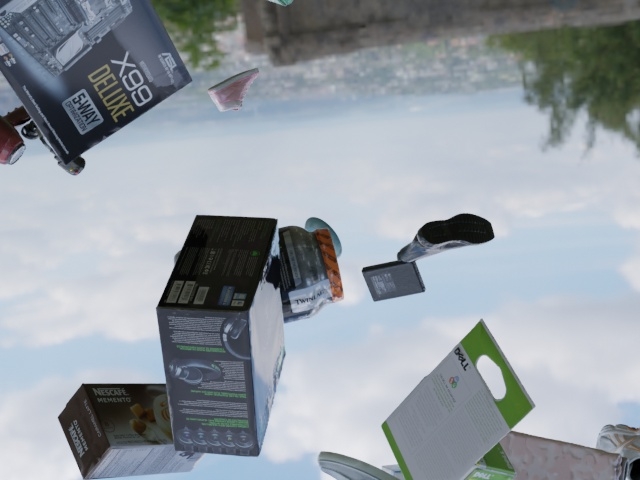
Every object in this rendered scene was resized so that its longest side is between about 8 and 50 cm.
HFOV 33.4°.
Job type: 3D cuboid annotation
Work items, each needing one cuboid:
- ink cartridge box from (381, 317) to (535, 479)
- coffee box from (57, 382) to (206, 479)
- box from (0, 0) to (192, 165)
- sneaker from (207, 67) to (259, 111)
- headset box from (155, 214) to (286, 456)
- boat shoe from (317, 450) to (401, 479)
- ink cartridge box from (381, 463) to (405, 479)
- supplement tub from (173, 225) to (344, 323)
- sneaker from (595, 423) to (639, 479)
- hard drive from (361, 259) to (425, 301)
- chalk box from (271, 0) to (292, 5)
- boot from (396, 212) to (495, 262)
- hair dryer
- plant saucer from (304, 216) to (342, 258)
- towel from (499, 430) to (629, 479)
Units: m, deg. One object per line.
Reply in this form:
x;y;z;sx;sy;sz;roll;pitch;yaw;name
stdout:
0.230;0.277;1.617;0.097;0.255;0.188;21;-151;-36;ink cartridge box
-0.327;0.339;1.915;0.247;0.141;0.098;10;129;-48;coffee box
-0.361;-0.299;1.571;0.242;0.307;0.076;-35;-138;-10;box
-0.180;-0.324;2.325;0.134;0.070;0.051;-34;-163;-32;sneaker
-0.137;0.145;1.568;0.131;0.283;0.246;3;-148;7;headset box
0.090;0.454;1.913;0.228;0.081;0.079;24;158;7;boat shoe
0.182;0.511;2.207;0.092;0.089;0.143;-2;175;-10;ink cartridge box
-0.122;0.081;2.130;0.316;0.193;0.193;-13;-173;-2;supplement tub
0.628;0.441;2.162;0.099;0.121;0.262;32;156;-5;sneaker
0.178;0.096;2.592;0.135;0.094;0.022;-12;-156;24;hard drive
-0.081;-0.387;1.311;0.213;0.132;0.132;26;174;38;chalk box
0.278;0.000;2.398;0.198;0.076;0.137;0;157;-27;boot
-0.606;-0.218;2.064;0.294;0.080;0.223;20;-156;-36;hair dryer
0.000;0.000;2.539;0.021;0.119;0.119;-38;-155;-31;plant saucer
0.417;0.538;2.015;0.053;0.331;0.317;20;168;-40;towel
